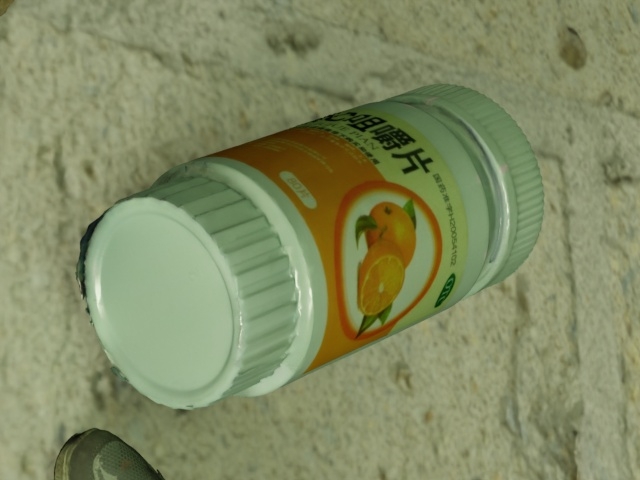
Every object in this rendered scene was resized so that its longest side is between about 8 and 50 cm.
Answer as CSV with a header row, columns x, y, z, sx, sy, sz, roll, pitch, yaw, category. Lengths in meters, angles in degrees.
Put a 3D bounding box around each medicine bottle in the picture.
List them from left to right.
x,y,z,sx,sy,sz,roll,pitch,yaw,category
0.000,0.000,1.293,0.318,0.158,0.158,-23,94,-46,medicine bottle

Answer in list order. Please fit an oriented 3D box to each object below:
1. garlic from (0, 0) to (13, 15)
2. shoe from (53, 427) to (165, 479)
x,y,z,sx,sy,sz,roll,pitch,yaw,category
-0.173,-0.226,1.172,0.131,0.194,0.127,-23,85,-41,garlic
-0.091,0.198,1.196,0.074,0.077,0.194,-36,104,-45,shoe
